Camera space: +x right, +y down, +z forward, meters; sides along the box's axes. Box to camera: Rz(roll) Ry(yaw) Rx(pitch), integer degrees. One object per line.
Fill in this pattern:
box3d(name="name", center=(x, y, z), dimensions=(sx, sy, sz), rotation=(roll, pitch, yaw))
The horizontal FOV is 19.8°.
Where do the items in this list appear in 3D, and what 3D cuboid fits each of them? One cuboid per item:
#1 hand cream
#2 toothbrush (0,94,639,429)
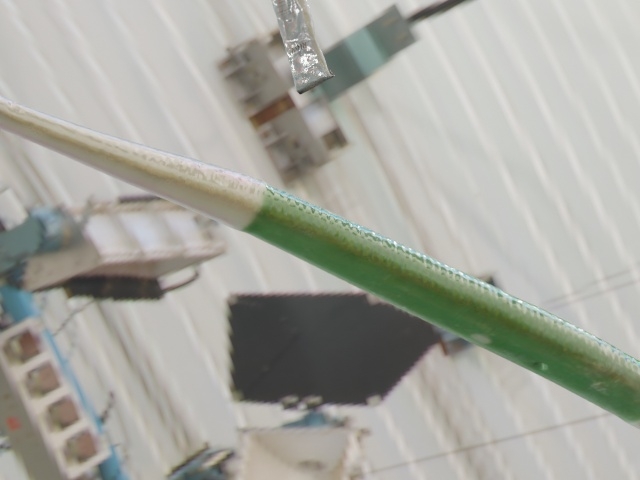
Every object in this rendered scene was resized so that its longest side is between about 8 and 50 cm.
box3d(name="hand cream", center=(-0.018, -0.140, 1.152), dimensions=(0.019, 0.030, 0.093), rotation=(-10, -97, -53))
box3d(name="toothbrush", center=(0.000, 0.000, 0.432), dimensions=(0.257, 0.018, 0.024), rotation=(26, -126, -23))
